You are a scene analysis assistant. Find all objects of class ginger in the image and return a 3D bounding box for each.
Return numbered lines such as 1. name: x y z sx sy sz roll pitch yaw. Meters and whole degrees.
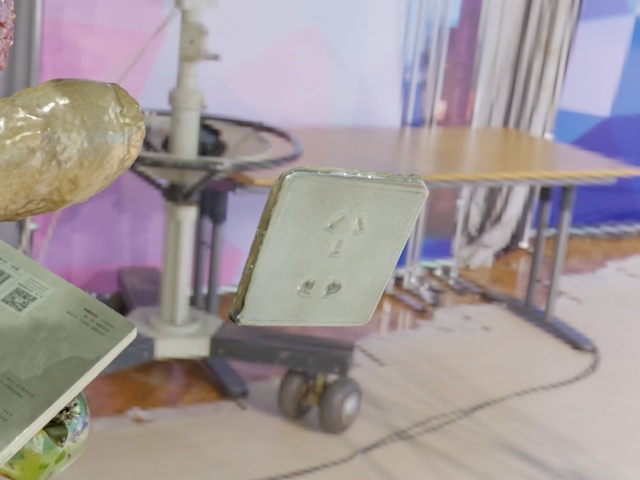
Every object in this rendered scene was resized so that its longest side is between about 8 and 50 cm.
1. ginger: -0.330 -0.063 1.061 0.354 0.126 0.190 -19 0 -12

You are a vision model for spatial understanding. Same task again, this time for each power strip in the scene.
1. power strip: 0.000 0.000 1.346 0.198 0.213 0.064 5 29 -33

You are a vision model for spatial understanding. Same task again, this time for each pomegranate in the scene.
1. pomegranate: -0.347 0.210 1.395 0.156 0.156 0.220 3 -9 -10

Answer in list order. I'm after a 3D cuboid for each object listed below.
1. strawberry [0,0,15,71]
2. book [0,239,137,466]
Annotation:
1. strawberry: -0.406 -0.283 1.310 0.137 0.234 0.306 -14 9 18
2. book: -0.347 0.119 1.175 0.214 0.025 0.282 31 47 17
